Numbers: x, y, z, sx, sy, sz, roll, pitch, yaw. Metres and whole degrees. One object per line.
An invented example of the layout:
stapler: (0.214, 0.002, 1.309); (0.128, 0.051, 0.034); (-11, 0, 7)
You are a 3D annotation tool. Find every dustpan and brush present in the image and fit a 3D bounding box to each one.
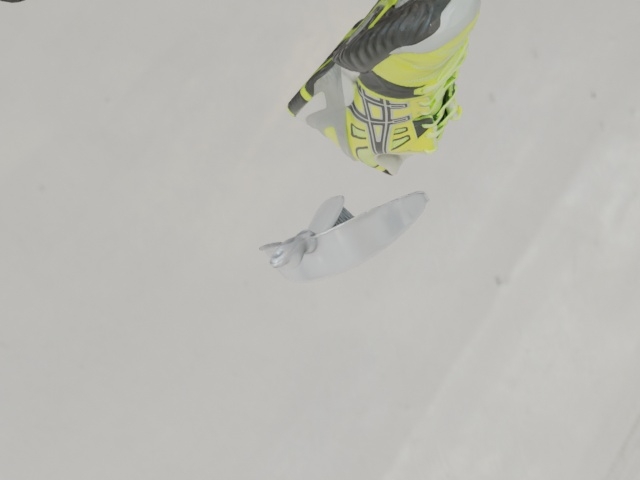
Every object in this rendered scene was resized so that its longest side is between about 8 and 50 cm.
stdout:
dustpan and brush: (0.000, 0.000, 1.299); (0.147, 0.060, 0.211); (-19, 16, 21)

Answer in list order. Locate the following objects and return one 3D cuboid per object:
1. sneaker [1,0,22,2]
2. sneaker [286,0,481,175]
sneaker: (-0.110, -0.356, 1.076); (0.483, 0.202, 0.185); (-40, 47, 0)
sneaker: (0.093, -0.172, 1.573); (0.147, 0.385, 0.145); (40, 74, -5)
